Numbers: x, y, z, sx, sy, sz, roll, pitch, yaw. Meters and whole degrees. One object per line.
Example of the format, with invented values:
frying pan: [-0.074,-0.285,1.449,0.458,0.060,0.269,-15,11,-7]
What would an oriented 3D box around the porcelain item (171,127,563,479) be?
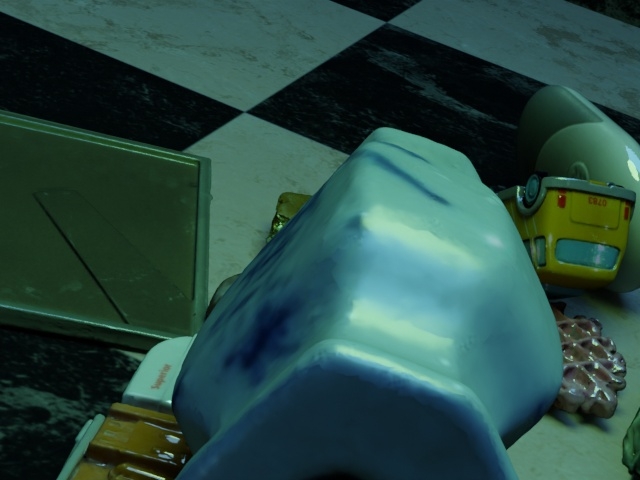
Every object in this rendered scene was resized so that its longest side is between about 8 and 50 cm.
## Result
porcelain item: [0.034,0.068,0.819,0.178,0.242,0.405,41,21,-8]

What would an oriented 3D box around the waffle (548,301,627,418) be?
waffle: [0.226,0.114,1.412,0.234,0.055,0.221,16,24,2]

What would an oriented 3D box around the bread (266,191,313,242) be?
bread: [0.000,0.000,1.484,0.128,0.069,0.140,12,26,-8]

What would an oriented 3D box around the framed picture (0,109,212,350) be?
framed picture: [-0.281,-0.024,1.412,0.326,0.028,0.446,12,27,-10]

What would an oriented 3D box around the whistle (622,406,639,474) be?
whistle: [0.390,0.195,1.227,0.188,0.168,0.405,27,28,17]

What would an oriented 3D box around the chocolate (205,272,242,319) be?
chocolate: [0.015,0.082,1.298,0.254,0.080,0.157,11,29,-26]

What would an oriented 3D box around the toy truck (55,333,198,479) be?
toy truck: [-0.099,0.216,0.893,0.207,0.173,0.387,19,26,2]

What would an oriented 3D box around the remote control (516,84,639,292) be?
remote control: [0.346,-0.070,1.659,0.104,0.221,0.332,-10,33,-14]

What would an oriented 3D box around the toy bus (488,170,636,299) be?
toy bus: [0.272,0.000,1.509,0.126,0.136,0.209,9,-9,-19]
